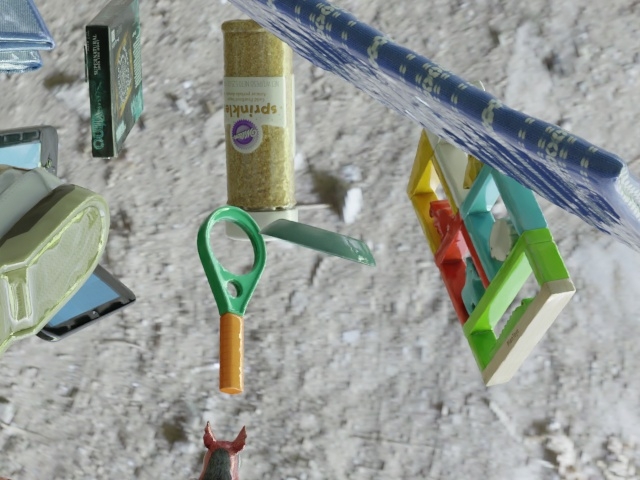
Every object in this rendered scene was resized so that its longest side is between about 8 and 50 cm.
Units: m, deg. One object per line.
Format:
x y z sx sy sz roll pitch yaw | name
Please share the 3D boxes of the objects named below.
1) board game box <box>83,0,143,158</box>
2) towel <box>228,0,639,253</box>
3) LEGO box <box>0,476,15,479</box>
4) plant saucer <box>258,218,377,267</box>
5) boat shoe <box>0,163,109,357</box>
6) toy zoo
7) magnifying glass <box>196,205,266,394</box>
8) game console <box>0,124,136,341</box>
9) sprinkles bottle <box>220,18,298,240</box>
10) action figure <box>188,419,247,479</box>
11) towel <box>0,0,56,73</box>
-0.202 -0.166 1.211 0.026 0.186 0.126 1 109 0 | board game box
0.066 -0.093 0.726 0.040 0.336 0.243 -58 151 4 | towel
-0.569 0.358 1.119 0.500 0.193 0.372 13 102 7 | LEGO box
0.000 0.000 1.181 0.119 0.119 0.021 17 88 -21 | plant saucer
-0.261 0.047 0.776 0.103 0.113 0.302 23 37 17 | boat shoe
0.157 -0.024 1.247 0.030 0.192 0.293 -9 60 -19 | toy zoo
-0.103 0.066 1.429 0.092 0.026 0.231 19 59 -36 | magnifying glass
-0.374 -0.020 1.682 0.173 0.293 0.250 7 100 13 | game console
-0.100 -0.180 2.001 0.121 0.121 0.355 -4 98 -23 | sprinkles bottle
-0.143 0.413 1.537 0.276 0.248 0.370 6 78 -57 | action figure
-0.309 -0.183 0.719 0.285 0.034 0.209 -11 68 -51 | towel
